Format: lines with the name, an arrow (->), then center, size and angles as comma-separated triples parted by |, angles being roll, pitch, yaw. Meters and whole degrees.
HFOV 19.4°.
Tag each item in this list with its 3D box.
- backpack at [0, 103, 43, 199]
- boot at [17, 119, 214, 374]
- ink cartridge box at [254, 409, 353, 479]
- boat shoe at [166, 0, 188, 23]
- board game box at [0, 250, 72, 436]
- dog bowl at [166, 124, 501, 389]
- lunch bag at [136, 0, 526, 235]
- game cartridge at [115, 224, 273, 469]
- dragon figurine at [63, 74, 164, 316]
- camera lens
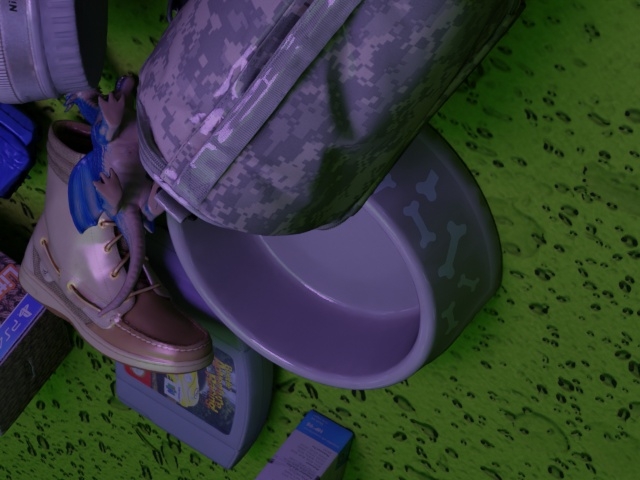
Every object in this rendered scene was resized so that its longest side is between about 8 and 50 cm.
backpack -> -0.349, -0.098, 2.030 | 0.098, 0.101, 0.120 | 44, 175, -1
boot -> -0.202, 0.005, 1.951 | 0.262, 0.095, 0.203 | 32, 120, 32
ink cartridge box -> -0.040, 0.286, 2.068 | 0.060, 0.180, 0.104 | 30, 140, 14
boat shoe -> -0.076, -0.212, 1.674 | 0.340, 0.113, 0.127 | 39, 142, 3
board game box -> -0.452, 0.066, 2.181 | 0.291, 0.141, 0.232 | 34, 162, 9
dog bowl -> 0.000, 0.000, 1.826 | 0.349, 0.102, 0.348 | 23, 138, 23
lunch bag -> 0.004, -0.156, 1.473 | 0.212, 0.256, 0.305 | 40, 111, 0
game cartridge -> -0.143, 0.126, 2.097 | 0.196, 0.060, 0.294 | 26, 139, 20
dragon figurine -> -0.197, -0.055, 1.828 | 0.144, 0.085, 0.289 | 138, 128, -65
camera lens -> -0.346, -0.234, 1.726 | 0.274, 0.219, 0.219 | 0, 133, 2
